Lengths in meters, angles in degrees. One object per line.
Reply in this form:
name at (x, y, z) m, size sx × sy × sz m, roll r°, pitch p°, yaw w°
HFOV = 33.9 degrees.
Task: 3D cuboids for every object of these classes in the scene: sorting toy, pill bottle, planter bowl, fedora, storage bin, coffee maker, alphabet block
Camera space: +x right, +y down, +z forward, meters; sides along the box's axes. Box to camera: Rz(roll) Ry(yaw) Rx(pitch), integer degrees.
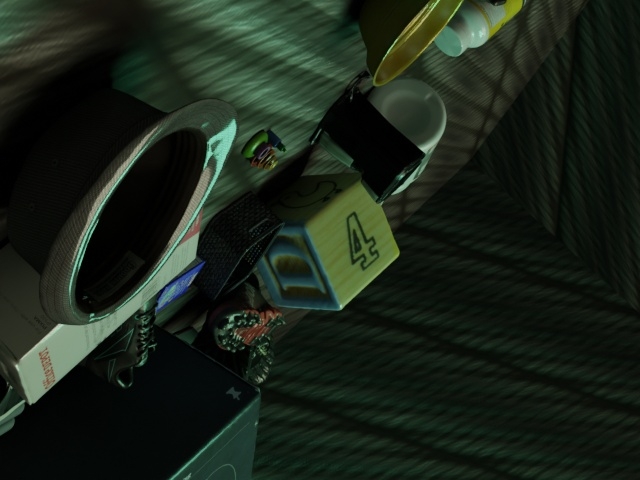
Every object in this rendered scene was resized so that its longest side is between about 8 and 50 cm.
sorting toy at (-0.084, -0.138, 1.651) m, size 0.061 × 0.042 × 0.102 m, roll -46°, pitch 172°, yaw -2°
pill bottle at (0.148, -0.202, 2.126) m, size 0.161 × 0.161 × 0.283 m, roll -44°, pitch 172°, yaw -16°
planter bowl at (0.121, -0.338, 1.557) m, size 0.217 × 0.090 × 0.217 m, roll -46°, pitch 172°, yaw -8°
fedora at (-0.214, -0.053, 1.051) m, size 0.275 × 0.124 × 0.244 m, roll -60°, pitch 165°, yaw 14°
storage bin at (-0.157, 0.013, 1.875) m, size 0.122 × 0.084 × 0.180 m, roll -39°, pitch 170°, yaw -45°
pill bottle at (0.294, -0.427, 1.972) m, size 0.184 × 0.103 × 0.103 m, roll -43°, pitch 171°, yaw -22°
coffee maker at (0.092, -0.177, 1.891) m, size 0.120 × 0.178 × 0.171 m, roll -44°, pitch 172°, yaw -26°
alphabet block at (0.000, 0.000, 2.008) m, size 0.192 × 0.193 × 0.197 m, roll 1°, pitch -148°, yaw 44°

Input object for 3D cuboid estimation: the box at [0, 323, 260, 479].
box at (-0.372, 0.488, 1.878) m, size 0.480 × 0.297 × 0.471 m, roll -39°, pitch 151°, yaw -42°

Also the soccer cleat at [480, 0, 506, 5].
soccer cleat at (0.133, -0.388, 1.352) m, size 0.331 × 0.143 × 0.116 m, roll 6°, pitch 125°, yaw -50°

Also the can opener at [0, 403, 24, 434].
can opener at (-0.507, 0.295, 1.455) m, size 0.074 × 0.093 × 0.280 m, roll -51°, pitch 176°, yaw 25°

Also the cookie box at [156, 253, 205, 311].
cookie box at (-0.258, 0.072, 1.791) m, size 0.107 × 0.040 × 0.092 m, roll -36°, pitch 167°, yaw -50°

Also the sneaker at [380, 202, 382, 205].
sneaker at (0.077, -0.092, 2.482) m, size 0.295 × 0.124 × 0.178 m, roll -40°, pitch 180°, yaw -31°

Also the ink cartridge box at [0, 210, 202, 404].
ink cartridge box at (-0.279, 0.038, 1.238) m, size 0.283 × 0.117 × 0.207 m, roll -44°, pitch 172°, yaw -22°

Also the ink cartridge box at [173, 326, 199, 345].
ink cartridge box at (-0.360, 0.336, 2.303) m, size 0.273 × 0.114 × 0.197 m, roll -48°, pitch 173°, yaw 14°

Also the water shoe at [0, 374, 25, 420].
water shoe at (-0.406, 0.178, 1.433) m, size 0.203 × 0.073 × 0.080 m, roll -46°, pitch 170°, yaw -8°

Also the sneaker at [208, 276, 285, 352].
sneaker at (-0.165, 0.136, 1.994) m, size 0.097 × 0.135 × 0.276 m, roll -47°, pitch 167°, yaw 9°

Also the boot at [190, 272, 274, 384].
boot at (-0.186, 0.258, 2.215) m, size 0.260 × 0.131 × 0.348 m, roll 88°, pitch 18°, yaw -57°

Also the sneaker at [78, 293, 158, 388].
sneaker at (-0.295, 0.131, 1.671) m, size 0.101 × 0.106 × 0.267 m, roll -34°, pitch 164°, yaw -52°
